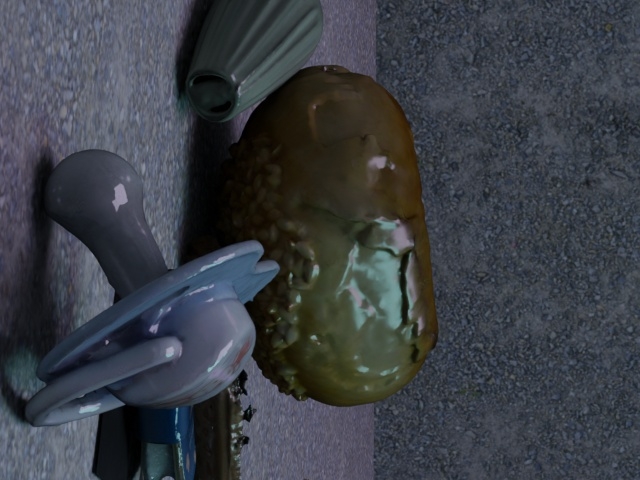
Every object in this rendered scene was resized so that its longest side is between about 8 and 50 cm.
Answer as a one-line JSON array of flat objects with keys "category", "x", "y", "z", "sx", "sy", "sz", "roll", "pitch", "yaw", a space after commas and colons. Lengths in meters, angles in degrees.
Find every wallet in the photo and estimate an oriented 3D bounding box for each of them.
[{"category": "wallet", "x": -0.153, "y": 0.144, "z": 1.851, "sx": 0.141, "sy": 0.059, "sz": 0.202, "roll": -92, "pitch": -176, "yaw": -66}]

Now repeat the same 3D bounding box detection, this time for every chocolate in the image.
[{"category": "chocolate", "x": -0.118, "y": 0.152, "z": 2.096, "sx": 0.102, "sy": 0.065, "sz": 0.329, "roll": -140, "pitch": -135, "yaw": -60}]

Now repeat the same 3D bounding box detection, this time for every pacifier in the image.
[{"category": "pacifier", "x": -0.160, "y": 0.034, "z": 1.511, "sx": 0.226, "sy": 0.238, "sz": 0.287, "roll": 62, "pitch": 4, "yaw": 11}]

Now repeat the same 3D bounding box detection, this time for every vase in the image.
[{"category": "vase", "x": -0.081, "y": -0.216, "z": 2.080, "sx": 0.248, "sy": 0.128, "sz": 0.128, "roll": -60, "pitch": 153, "yaw": -54}]

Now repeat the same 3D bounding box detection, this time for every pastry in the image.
[{"category": "pastry", "x": 0.000, "y": 0.000, "z": 2.188, "sx": 0.409, "sy": 0.245, "sz": 0.410, "roll": 173, "pitch": -90, "yaw": -87}]

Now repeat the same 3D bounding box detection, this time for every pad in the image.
[{"category": "pad", "x": -0.192, "y": 0.145, "z": 1.790, "sx": 0.116, "sy": 0.004, "sz": 0.193, "roll": 71, "pitch": 23, "yaw": -69}]

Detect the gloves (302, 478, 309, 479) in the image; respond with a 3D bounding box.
[{"category": "gloves", "x": -0.035, "y": 0.422, "z": 2.650, "sx": 0.144, "sy": 0.110, "sz": 0.094, "roll": -52, "pitch": 166, "yaw": -21}]
